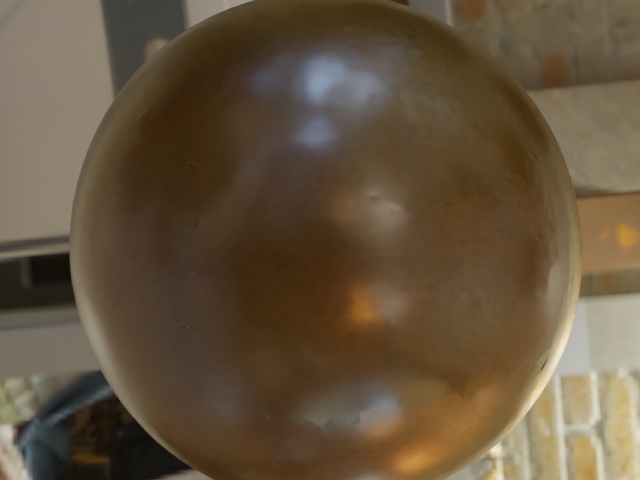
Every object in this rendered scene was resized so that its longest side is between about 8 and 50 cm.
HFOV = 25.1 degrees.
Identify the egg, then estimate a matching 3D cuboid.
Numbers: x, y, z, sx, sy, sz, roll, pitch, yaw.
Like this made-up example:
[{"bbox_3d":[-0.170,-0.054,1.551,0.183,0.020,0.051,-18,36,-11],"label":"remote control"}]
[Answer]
[{"bbox_3d":[0.000,0.000,0.821,0.351,0.283,0.282,-112,-167,-74],"label":"egg"}]
